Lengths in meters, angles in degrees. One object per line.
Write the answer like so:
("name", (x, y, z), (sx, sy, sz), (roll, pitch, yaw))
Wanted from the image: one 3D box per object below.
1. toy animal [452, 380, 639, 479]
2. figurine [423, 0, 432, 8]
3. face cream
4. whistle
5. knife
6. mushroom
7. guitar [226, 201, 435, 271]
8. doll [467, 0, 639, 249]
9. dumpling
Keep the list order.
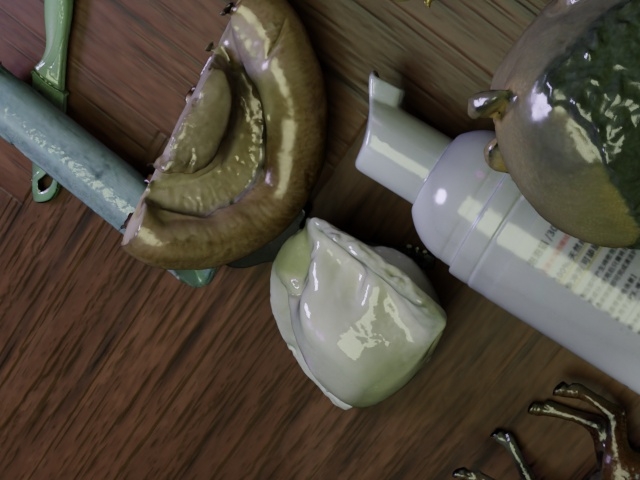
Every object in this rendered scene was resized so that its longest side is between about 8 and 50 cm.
("toy animal", (0.250, 0.288, 1.464), (0.243, 0.087, 0.260), (-42, 87, 27))
("figurine", (0.098, -0.291, 1.320), (0.246, 0.131, 0.156), (-24, 77, 11))
("face cream", (0.177, -0.014, 1.362), (0.370, 0.145, 0.145), (32, 114, 9))
("whistle", (-0.224, -0.065, 1.510), (0.312, 0.062, 0.062), (38, 115, 7))
("knife", (-0.274, -0.174, 1.538), (0.043, 0.020, 0.293), (12, 112, 15))
("mushroom", (-0.069, -0.091, 1.424), (0.151, 0.156, 0.285), (26, 93, -7))
("guitar", (0.000, 0.000, 1.492), (0.233, 0.025, 0.088), (12, 113, 16))
("doll", (0.285, -0.157, 1.208), (0.349, 0.247, 0.247), (-38, 92, 0))
("dumpling", (0.024, 0.070, 1.454), (0.179, 0.131, 0.252), (41, 150, 5))
